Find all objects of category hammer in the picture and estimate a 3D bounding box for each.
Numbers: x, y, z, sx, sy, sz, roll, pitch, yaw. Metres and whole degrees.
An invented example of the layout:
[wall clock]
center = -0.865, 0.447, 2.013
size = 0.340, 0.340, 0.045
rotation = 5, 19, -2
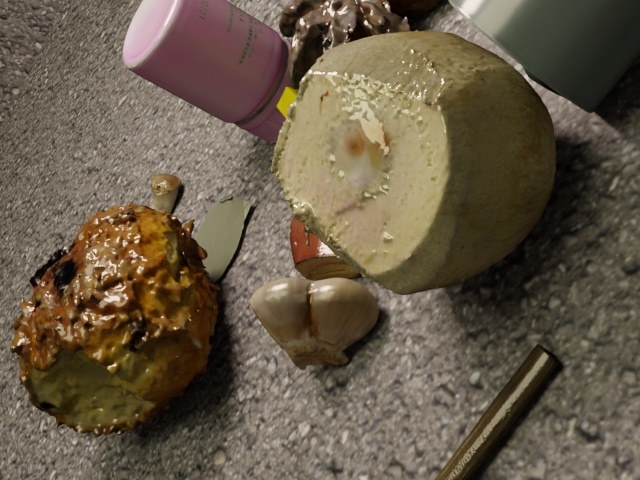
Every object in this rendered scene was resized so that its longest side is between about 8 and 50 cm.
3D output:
[hammer]
center = 0.138, 0.264, 1.134
size = 0.365, 0.043, 0.111
rotation = -55, 31, 11

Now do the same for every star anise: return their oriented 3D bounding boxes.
[star anise]
center = 0.060, -0.362, 1.590
size = 0.332, 0.117, 0.331
rotation = -19, 48, 23

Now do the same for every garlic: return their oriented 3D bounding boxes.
[garlic]
center = -0.004, 0.096, 1.394
size = 0.175, 0.124, 0.099
rotation = -11, 39, 22

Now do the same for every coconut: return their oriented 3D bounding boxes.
[coconut]
center = 0.121, -0.092, 1.194
size = 0.297, 0.255, 0.297
rotation = 6, 100, 39

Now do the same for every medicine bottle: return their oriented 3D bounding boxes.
[medicine bottle]
center = -0.162, -0.298, 1.734
size = 0.178, 0.291, 0.178
rotation = -35, 42, 39

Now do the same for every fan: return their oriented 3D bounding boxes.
[fan]
center = -0.138, -0.041, 1.783
size = 0.310, 0.010, 0.182
rotation = -45, 36, 33

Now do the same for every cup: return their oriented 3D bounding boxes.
[cup]
center = 0.312, -0.316, 1.128
size = 0.312, 0.205, 0.205
rotation = -51, 33, 18

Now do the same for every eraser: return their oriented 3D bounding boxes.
[eraser]
center = -0.004, -0.184, 1.604
size = 0.045, 0.097, 0.122
rotation = -63, 30, 15

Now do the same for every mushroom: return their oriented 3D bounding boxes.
[mushroom]
center = -0.332, -0.038, 2.038
size = 0.202, 0.054, 0.059
rotation = -63, 27, 13

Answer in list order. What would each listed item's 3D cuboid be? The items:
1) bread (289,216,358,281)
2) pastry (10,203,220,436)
[bread]
center = 0.000, 0.000, 1.495
size = 0.119, 0.067, 0.192
rotation = -48, 34, 25
[pastry]
center = -0.323, 0.116, 1.688
size = 0.405, 0.292, 0.337
rotation = -39, 28, 51
